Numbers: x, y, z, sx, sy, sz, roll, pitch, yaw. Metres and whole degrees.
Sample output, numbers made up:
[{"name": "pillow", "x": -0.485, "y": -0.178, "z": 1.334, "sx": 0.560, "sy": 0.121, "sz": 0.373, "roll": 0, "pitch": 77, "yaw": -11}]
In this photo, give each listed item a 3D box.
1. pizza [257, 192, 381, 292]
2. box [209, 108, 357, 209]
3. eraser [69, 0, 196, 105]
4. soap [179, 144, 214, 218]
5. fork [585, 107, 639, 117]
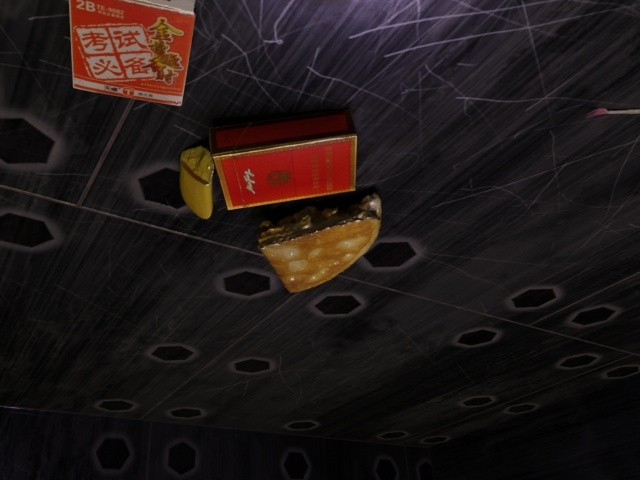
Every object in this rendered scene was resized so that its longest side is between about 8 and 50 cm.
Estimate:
[{"name": "pizza", "x": 0.018, "y": 0.013, "z": 1.265, "sx": 0.257, "sy": 0.087, "sz": 0.268, "roll": -13, "pitch": 148, "yaw": 6}, {"name": "box", "x": -0.059, "y": -0.137, "z": 1.017, "sx": 0.239, "sy": 0.074, "sz": 0.153, "roll": -9, "pitch": 152, "yaw": -3}, {"name": "eraser", "x": -0.255, "y": -0.286, "z": 0.800, "sx": 0.157, "sy": 0.038, "sz": 0.230, "roll": 7, "pitch": 147, "yaw": -17}, {"name": "soap", "x": -0.225, "y": -0.106, "z": 1.062, "sx": 0.033, "sy": 0.089, "sz": 0.168, "roll": -40, "pitch": 157, "yaw": -33}, {"name": "fork", "x": 0.514, "y": -0.223, "z": 1.024, "sx": 0.115, "sy": 0.012, "sz": 0.016, "roll": -6, "pitch": 152, "yaw": -7}]
